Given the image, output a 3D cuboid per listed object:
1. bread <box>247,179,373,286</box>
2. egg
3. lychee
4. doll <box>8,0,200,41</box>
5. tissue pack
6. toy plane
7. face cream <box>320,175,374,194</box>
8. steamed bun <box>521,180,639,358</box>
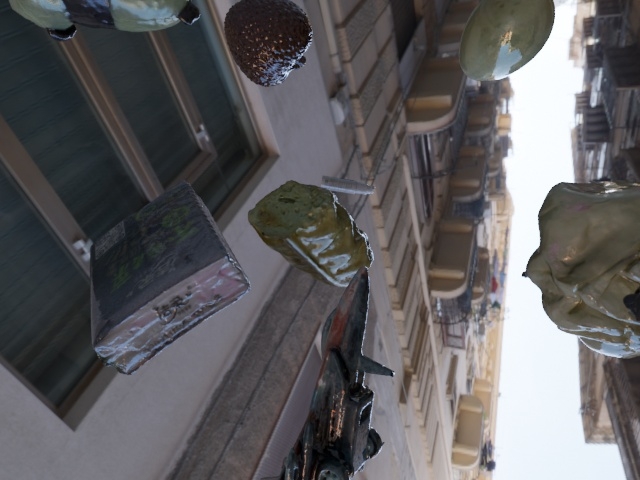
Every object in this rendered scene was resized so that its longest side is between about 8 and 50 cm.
[{"bbox_3d":[0.000,0.000,0.878,0.152,0.268,0.129,0,-116,29],"label":"bread"},{"bbox_3d":[0.444,-0.500,1.166,0.189,0.253,0.188,14,-127,-19],"label":"egg"},{"bbox_3d":[-0.110,-0.438,1.041,0.194,0.194,0.194,-11,-142,9],"label":"lychee"},{"bbox_3d":[-0.270,-0.328,0.588,0.234,0.143,0.135,-4,-103,-12],"label":"doll"},{"bbox_3d":[-0.335,0.050,1.000,0.288,0.124,0.394,-37,-145,-5],"label":"tissue pack"},{"bbox_3d":[0.022,0.188,0.540,0.104,0.326,0.223,26,-163,25],"label":"toy plane"},{"bbox_3d":[0.067,-0.133,1.175,0.130,0.034,0.034,9,-140,-1],"label":"face cream"},{"bbox_3d":[0.486,0.049,0.749,0.206,0.320,0.275,21,-101,57],"label":"steamed bun"}]
